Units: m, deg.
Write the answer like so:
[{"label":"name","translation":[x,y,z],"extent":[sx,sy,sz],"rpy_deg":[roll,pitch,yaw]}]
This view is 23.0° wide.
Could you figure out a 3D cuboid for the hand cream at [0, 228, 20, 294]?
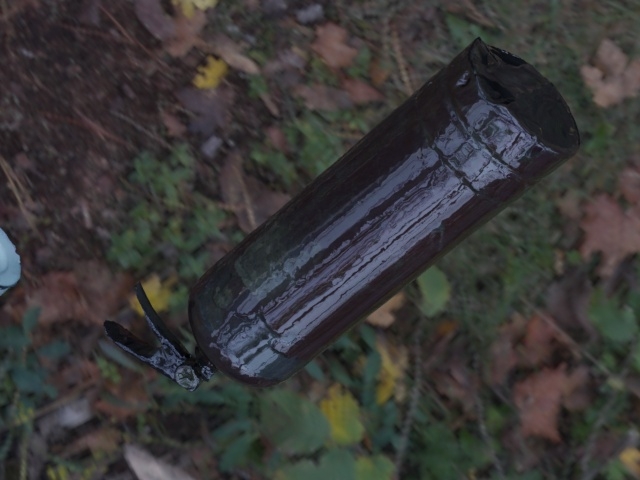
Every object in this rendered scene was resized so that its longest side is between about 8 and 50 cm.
[{"label":"hand cream","translation":[-0.315,0.088,0.955],"extent":[0.331,0.085,0.058],"rpy_deg":[-33,150,22]}]

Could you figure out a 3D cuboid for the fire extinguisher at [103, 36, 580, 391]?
[{"label":"fire extinguisher","translation":[0.000,0.000,0.779],"extent":[0.267,0.072,0.089],"rpy_deg":[-40,94,30]}]
